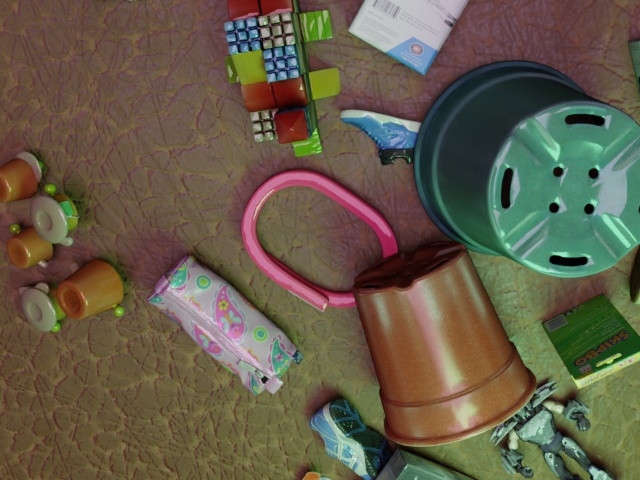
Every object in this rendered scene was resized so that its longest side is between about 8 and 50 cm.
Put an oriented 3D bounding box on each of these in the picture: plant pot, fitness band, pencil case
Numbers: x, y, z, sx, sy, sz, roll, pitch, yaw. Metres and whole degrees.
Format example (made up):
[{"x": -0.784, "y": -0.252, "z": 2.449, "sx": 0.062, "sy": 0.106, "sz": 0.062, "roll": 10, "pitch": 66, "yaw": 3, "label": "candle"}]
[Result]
[{"x": 0.339, "y": -0.102, "z": 1.446, "sx": 0.341, "sy": 0.334, "sz": 0.341, "roll": -1, "pitch": 103, "yaw": -4, "label": "plant pot"}, {"x": 0.000, "y": 0.000, "z": 1.656, "sx": 0.291, "sy": 0.054, "sz": 0.209, "roll": 34, "pitch": 99, "yaw": -5, "label": "fitness band"}, {"x": 0.188, "y": 0.158, "z": 1.561, "sx": 0.273, "sy": 0.272, "sz": 0.265, "roll": -20, "pitch": 102, "yaw": 7, "label": "plant pot"}, {"x": -0.171, "y": 0.152, "z": 1.662, "sx": 0.284, "sy": 0.124, "sz": 0.124, "roll": 43, "pitch": 101, "yaw": -5, "label": "pencil case"}]

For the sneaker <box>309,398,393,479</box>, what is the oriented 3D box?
[{"x": 0.063, "y": 0.384, "z": 1.732, "sx": 0.081, "sy": 0.080, "sz": 0.211, "roll": -27, "pitch": 104, "yaw": 37, "label": "sneaker"}]

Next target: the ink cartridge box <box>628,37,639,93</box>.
[{"x": 0.602, "y": -0.265, "z": 1.550, "sx": 0.128, "sy": 0.072, "sz": 0.175, "roll": -16, "pitch": 101, "yaw": 6, "label": "ink cartridge box"}]

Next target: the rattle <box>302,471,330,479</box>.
[{"x": -0.065, "y": 0.530, "z": 1.784, "sx": 0.130, "sy": 0.143, "sz": 0.199, "roll": 5, "pitch": 87, "yaw": -30, "label": "rattle"}]

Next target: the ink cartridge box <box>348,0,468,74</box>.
[{"x": 0.159, "y": -0.398, "z": 1.538, "sx": 0.148, "sy": 0.086, "sz": 0.203, "roll": 30, "pitch": 102, "yaw": -3, "label": "ink cartridge box"}]

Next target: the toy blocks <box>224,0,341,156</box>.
[{"x": -0.079, "y": -0.306, "z": 1.483, "sx": 0.191, "sy": 0.261, "sz": 0.381, "roll": -8, "pitch": 101, "yaw": 5, "label": "toy blocks"}]

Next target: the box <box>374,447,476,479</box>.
[{"x": 0.191, "y": 0.503, "z": 1.715, "sx": 0.231, "sy": 0.056, "sz": 0.183, "roll": 26, "pitch": 103, "yaw": -23, "label": "box"}]

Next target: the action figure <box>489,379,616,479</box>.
[{"x": 0.433, "y": 0.379, "z": 1.691, "sx": 0.185, "sy": 0.099, "sz": 0.285, "roll": -42, "pitch": 94, "yaw": 16, "label": "action figure"}]

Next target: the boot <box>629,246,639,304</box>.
[{"x": 0.667, "y": 0.019, "z": 1.601, "sx": 0.204, "sy": 0.095, "sz": 0.261, "roll": 22, "pitch": 98, "yaw": -3, "label": "boot"}]

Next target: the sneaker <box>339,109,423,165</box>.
[{"x": 0.102, "y": -0.174, "z": 1.605, "sx": 0.152, "sy": 0.058, "sz": 0.084, "roll": 12, "pitch": 94, "yaw": -6, "label": "sneaker"}]

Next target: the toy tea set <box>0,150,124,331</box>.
[{"x": -0.464, "y": 0.000, "z": 1.668, "sx": 0.200, "sy": 0.124, "sz": 0.336, "roll": -2, "pitch": 108, "yaw": 34, "label": "toy tea set"}]

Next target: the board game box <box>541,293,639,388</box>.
[{"x": 0.456, "y": 0.167, "z": 1.557, "sx": 0.124, "sy": 0.259, "sz": 0.039, "roll": -28, "pitch": 100, "yaw": 9, "label": "board game box"}]
